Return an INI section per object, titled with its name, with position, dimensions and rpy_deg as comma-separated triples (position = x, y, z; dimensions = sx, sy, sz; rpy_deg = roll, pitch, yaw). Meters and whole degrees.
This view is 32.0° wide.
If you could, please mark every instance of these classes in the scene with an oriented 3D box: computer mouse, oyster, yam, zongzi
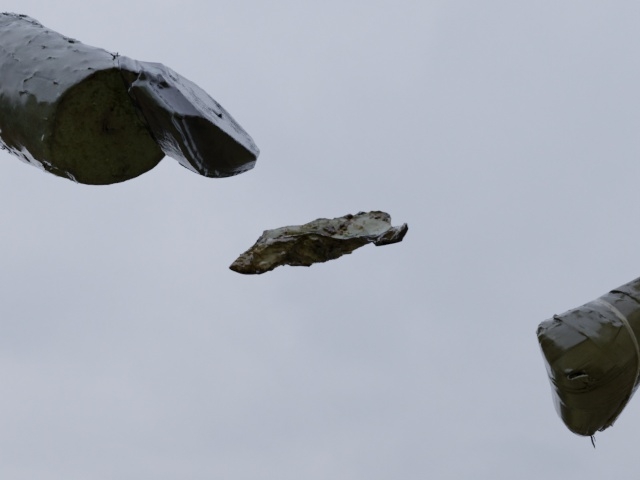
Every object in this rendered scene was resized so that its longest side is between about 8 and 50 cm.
[computer mouse]
position = -0.125, -0.106, 1.022
dimensions = 0.062, 0.106, 0.192
rpy_deg = -44, -31, 11
[oyster]
position = 0.000, 0.001, 0.848
dimensions = 0.132, 0.029, 0.086
rpy_deg = -7, 10, 12
[yam]
position = -0.268, -0.142, 1.128
dimensions = 0.254, 0.154, 0.154
rpy_deg = 30, -10, 43
[zongzi]
position = 0.298, 0.107, 1.052
dimensions = 0.178, 0.081, 0.189
rpy_deg = -30, -39, -3
